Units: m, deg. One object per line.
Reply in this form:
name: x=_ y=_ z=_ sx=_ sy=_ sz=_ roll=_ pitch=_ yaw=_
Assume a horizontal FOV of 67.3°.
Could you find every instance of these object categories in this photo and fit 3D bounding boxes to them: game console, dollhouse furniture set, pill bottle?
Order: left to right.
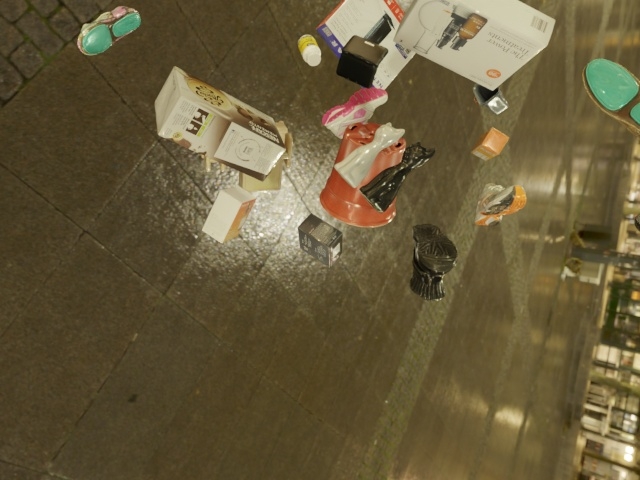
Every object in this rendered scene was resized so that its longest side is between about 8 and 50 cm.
dollhouse furniture set: x=-0.282 y=-0.405 z=1.946 sx=0.362 sy=0.394 sz=0.257 roll=-6 pitch=127 yaw=-21
pill bottle: x=-0.035 y=-0.646 z=1.643 sx=0.065 sy=0.065 sz=0.116 roll=48 pitch=18 yaw=-49
game console: x=0.122 y=-0.525 z=1.411 sx=0.107 sy=0.122 sz=0.071 roll=-55 pitch=165 yaw=-20

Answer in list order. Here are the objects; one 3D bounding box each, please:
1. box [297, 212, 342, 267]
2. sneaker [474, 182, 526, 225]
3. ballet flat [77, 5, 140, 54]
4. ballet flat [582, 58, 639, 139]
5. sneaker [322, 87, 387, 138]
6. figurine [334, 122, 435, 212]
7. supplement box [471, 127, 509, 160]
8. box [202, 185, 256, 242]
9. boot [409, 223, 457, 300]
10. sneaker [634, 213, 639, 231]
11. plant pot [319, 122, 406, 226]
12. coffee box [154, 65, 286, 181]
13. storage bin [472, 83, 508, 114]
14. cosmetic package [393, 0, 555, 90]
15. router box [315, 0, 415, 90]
box: x=0.000 y=0.000 z=1.894 sx=0.093 sy=0.158 sz=0.156 roll=-49 pitch=159 yaw=-24
sneaker: x=0.542 y=-0.134 z=1.487 sx=0.262 sy=0.099 sz=0.121 roll=112 pitch=-21 yaw=-74
ballet flat: x=-0.575 y=-0.559 z=1.274 sx=0.221 sy=0.079 sz=0.077 roll=-56 pitch=164 yaw=-36
ballet flat: x=0.516 y=-0.219 z=0.801 sx=0.067 sy=0.073 sz=0.206 roll=22 pitch=35 yaw=-58
sneaker: x=0.137 y=-0.463 z=1.759 sx=0.111 sy=0.252 sz=0.103 roll=49 pitch=24 yaw=-40
figurine: x=0.167 y=-0.209 z=1.274 sx=0.209 sy=0.215 sz=0.092 roll=-44 pitch=137 yaw=4
supplement box: x=0.652 y=-0.369 z=1.863 sx=0.078 sy=0.080 sz=0.233 roll=-60 pitch=177 yaw=7
box: x=-0.322 y=-0.094 z=1.705 sx=0.171 sy=0.091 sz=0.130 roll=-60 pitch=172 yaw=21
boot: x=0.399 y=0.114 z=1.719 sx=0.348 sy=0.131 sz=0.260 roll=-78 pitch=168 yaw=-68
sneaker: x=0.653 y=-0.089 z=0.806 sx=0.271 sy=0.108 sz=0.100 roll=-36 pitch=122 yaw=-4
plant pot: x=0.152 y=-0.231 z=1.602 sx=0.272 sy=0.272 sz=0.265 roll=-38 pitch=149 yaw=-45
coffee box: x=-0.251 y=-0.288 z=1.216 sx=0.297 sy=0.168 sz=0.119 roll=21 pitch=121 yaw=-36
storage bin: x=0.621 y=-0.520 z=1.752 sx=0.091 sy=0.098 sz=0.135 roll=33 pitch=37 yaw=-29
cosmetic package: x=0.443 y=-0.625 z=1.441 sx=0.284 sy=0.377 sz=0.098 roll=145 pitch=-32 yaw=-78
router box: x=0.196 y=-0.777 z=1.831 sx=0.335 sy=0.082 sz=0.301 roll=44 pitch=76 yaw=-24
